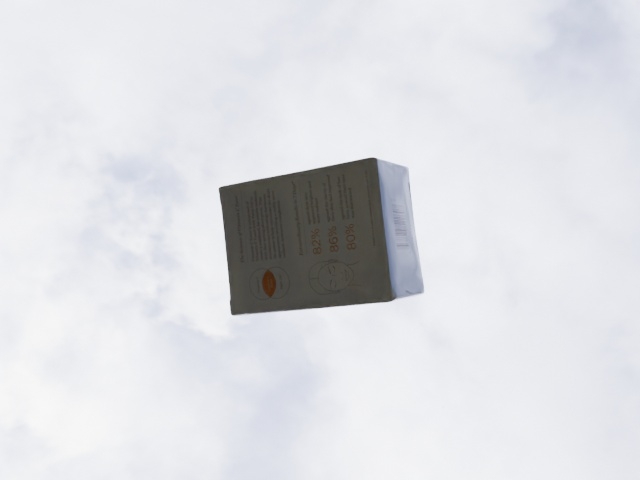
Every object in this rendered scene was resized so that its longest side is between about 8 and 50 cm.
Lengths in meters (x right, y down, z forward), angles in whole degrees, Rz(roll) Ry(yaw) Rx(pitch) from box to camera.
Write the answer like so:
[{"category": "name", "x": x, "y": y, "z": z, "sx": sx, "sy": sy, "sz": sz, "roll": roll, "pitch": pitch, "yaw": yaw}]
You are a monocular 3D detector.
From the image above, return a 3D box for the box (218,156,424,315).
[{"category": "box", "x": 0.000, "y": 0.000, "z": 0.664, "sx": 0.170, "sy": 0.091, "sz": 0.130, "roll": -7, "pitch": -93, "yaw": 27}]
